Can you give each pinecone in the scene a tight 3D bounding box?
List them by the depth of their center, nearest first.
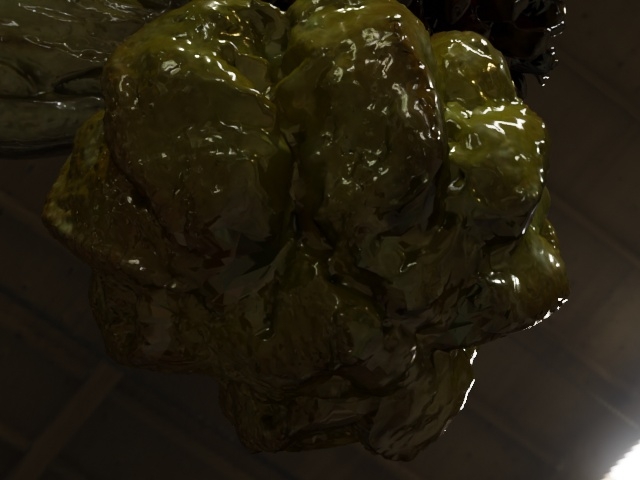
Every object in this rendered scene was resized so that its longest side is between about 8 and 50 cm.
[{"bbox_3d":[0.084,-0.223,1.177,0.292,0.246,0.246,27,-69,-11],"label":"pinecone"}]

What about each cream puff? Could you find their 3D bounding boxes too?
[{"bbox_3d":[0.000,-0.005,0.649,0.244,0.196,0.244,-22,-34,-16],"label":"cream puff"}]

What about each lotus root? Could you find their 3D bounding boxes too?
[{"bbox_3d":[-0.277,-0.155,1.254,0.314,0.142,0.210,3,-110,-7],"label":"lotus root"}]
